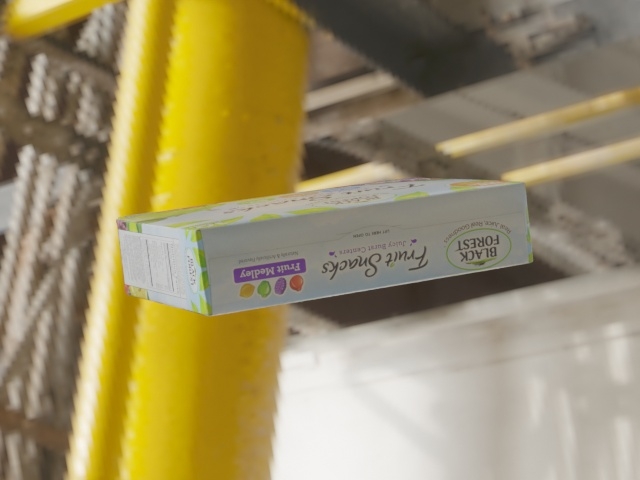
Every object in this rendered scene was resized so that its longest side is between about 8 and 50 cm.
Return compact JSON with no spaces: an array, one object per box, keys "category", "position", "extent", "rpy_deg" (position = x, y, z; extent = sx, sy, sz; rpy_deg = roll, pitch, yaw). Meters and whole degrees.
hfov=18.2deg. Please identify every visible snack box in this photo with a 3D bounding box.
[{"category":"snack box","position":[0.000,0.000,0.809],"extent":[0.141,0.100,0.037],"rpy_deg":[-9,-82,-23]}]
